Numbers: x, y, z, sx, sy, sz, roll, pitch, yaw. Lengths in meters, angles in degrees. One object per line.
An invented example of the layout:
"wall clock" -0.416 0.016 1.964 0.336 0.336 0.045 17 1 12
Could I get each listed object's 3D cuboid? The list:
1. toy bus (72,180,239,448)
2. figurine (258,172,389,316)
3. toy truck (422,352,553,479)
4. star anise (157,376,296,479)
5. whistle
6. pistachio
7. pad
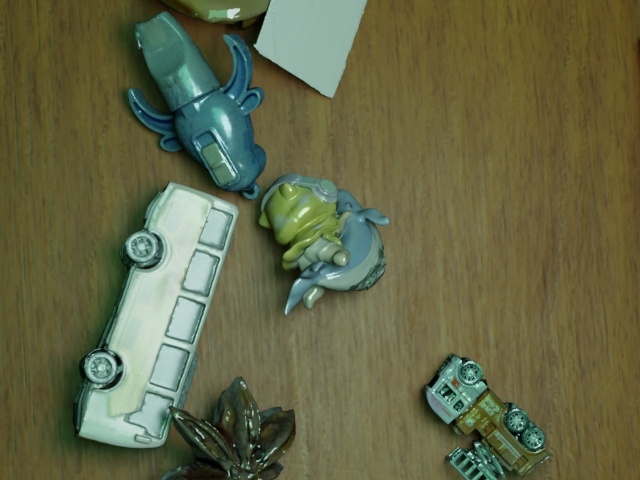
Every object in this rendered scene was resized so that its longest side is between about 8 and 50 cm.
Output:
"toy bus" -0.212 0.098 1.898 0.138 0.097 0.342 19 79 -11
"figurine" 0.000 0.000 1.907 0.184 0.128 0.208 32 40 -2
"toy truck" 0.201 0.239 1.936 0.115 0.080 0.177 -43 91 0
"star anise" -0.123 0.287 1.863 0.229 0.093 0.236 -11 113 -37
"whistle" -0.151 -0.170 1.924 0.180 0.093 0.269 -24 98 26
"pistachio" -0.151 -0.355 1.949 0.210 0.130 0.165 36 61 5
"pad" 0.002 -0.321 1.974 0.156 0.004 0.232 29 75 -40
